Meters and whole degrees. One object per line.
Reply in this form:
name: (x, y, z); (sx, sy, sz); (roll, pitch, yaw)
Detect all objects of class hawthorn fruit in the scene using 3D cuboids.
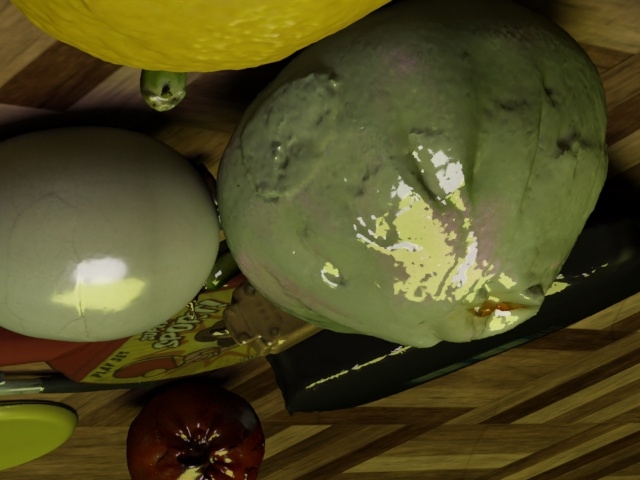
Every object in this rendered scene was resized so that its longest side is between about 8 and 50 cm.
hawthorn fruit: (-0.135, 0.221, 2.018); (0.148, 0.148, 0.172); (-11, 180, -8)

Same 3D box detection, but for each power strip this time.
power strip: (0.045, 0.012, 1.550); (0.305, 0.064, 0.044); (-28, 170, -15)

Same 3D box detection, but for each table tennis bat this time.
table tennis bat: (-0.154, 0.076, 1.730); (0.414, 0.051, 0.268); (-3, 158, -36)

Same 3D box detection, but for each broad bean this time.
broad bean: (-0.018, 0.001, 1.574); (0.227, 0.039, 0.069); (-20, 137, -25)

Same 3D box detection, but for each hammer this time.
hammer: (-0.260, 0.139, 1.861); (0.246, 0.029, 0.103); (0, 157, -38)

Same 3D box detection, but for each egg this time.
egg: (-0.174, -0.004, 1.323); (0.209, 0.151, 0.151); (-4, 160, -6)

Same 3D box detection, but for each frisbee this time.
frisbee: (-0.371, 0.216, 2.008); (0.236, 0.017, 0.236); (-12, 161, -4)

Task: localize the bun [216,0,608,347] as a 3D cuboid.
bun: (0.081, -0.022, 1.310); (0.293, 0.187, 0.293); (-20, 142, -16)

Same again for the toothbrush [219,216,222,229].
toothbrush: (0.000, 0.000, 1.650); (0.030, 0.030, 0.297); (-49, 147, 19)

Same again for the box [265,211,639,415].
box: (0.145, 0.060, 1.728); (0.350, 0.091, 0.359); (-23, 173, 14)

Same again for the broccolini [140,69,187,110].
broccolini: (-0.051, -0.163, 1.075); (0.079, 0.074, 0.392); (-2, 157, -12)

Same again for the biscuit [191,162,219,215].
biscuit: (-0.179, -0.002, 1.428); (0.219, 0.061, 0.055); (-24, 165, -12)

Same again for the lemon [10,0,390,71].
lemon: (-0.048, -0.190, 0.755); (0.245, 0.245, 0.320); (-5, 173, -26)
